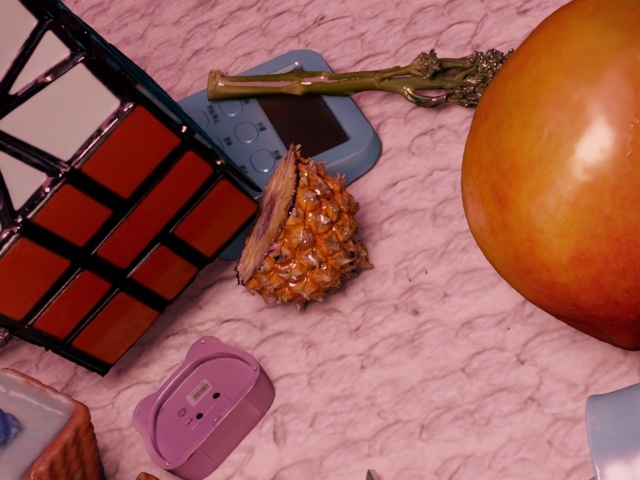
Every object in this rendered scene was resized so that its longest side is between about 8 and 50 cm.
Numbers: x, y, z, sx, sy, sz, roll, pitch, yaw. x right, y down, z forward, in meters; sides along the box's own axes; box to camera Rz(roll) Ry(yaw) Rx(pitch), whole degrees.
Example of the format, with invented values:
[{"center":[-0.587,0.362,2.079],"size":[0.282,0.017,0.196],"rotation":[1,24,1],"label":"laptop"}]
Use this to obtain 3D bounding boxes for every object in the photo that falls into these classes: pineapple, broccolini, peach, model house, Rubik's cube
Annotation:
[{"center":[-0.001,0.001,1.338],"size":[0.161,0.137,0.176],"rotation":[-54,21,42],"label":"pineapple"},{"center":[0.041,-0.193,1.439],"size":[0.392,0.074,0.078],"rotation":[-1,42,15],"label":"broccolini"},{"center":[0.284,-0.062,1.115],"size":[0.308,0.308,0.332],"rotation":[1,74,31],"label":"peach"},{"center":[-0.314,0.240,1.247],"size":[0.329,0.295,0.251],"rotation":[-12,41,-10],"label":"model house"},{"center":[-0.283,-0.071,1.318],"size":[0.293,0.283,0.288],"rotation":[-44,56,1],"label":"Rubik's cube"}]

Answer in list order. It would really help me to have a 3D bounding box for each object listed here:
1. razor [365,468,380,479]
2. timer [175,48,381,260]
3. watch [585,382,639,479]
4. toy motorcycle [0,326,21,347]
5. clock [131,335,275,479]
[{"center":[-0.021,0.308,1.181],"size":[0.211,0.036,0.084],"rotation":[-32,45,5],"label":"razor"},{"center":[-0.074,-0.124,1.493],"size":[0.250,0.091,0.232],"rotation":[-33,47,1],"label":"timer"},{"center":[0.286,0.209,0.966],"size":[0.211,0.193,0.211],"rotation":[-17,49,21],"label":"watch"},{"center":[-0.342,0.015,1.542],"size":[0.173,0.108,0.307],"rotation":[6,60,23],"label":"toy motorcycle"},{"center":[-0.128,0.182,1.324],"size":[0.152,0.050,0.110],"rotation":[-47,48,-8],"label":"clock"}]
